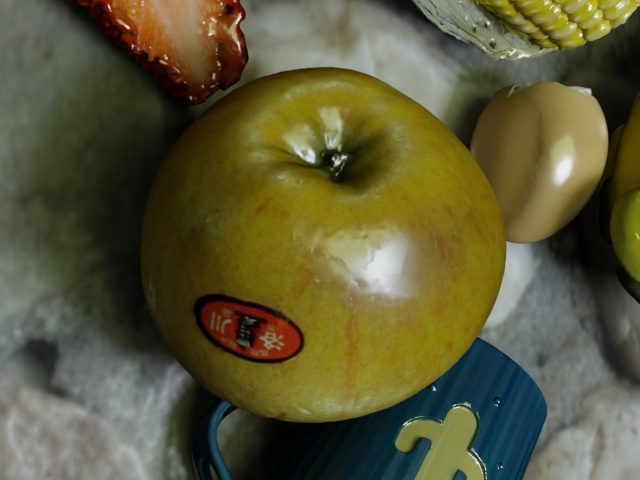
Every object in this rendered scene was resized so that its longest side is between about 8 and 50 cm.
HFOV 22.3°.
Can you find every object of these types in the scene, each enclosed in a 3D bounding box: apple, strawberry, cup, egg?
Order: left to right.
[{"bbox_3d":[-0.085,-0.136,0.805,0.104,0.048,0.152,-42,130,-36],"label":"strawberry"},{"bbox_3d":[0.000,0.000,0.793,0.182,0.182,0.155,-37,148,-30],"label":"apple"},{"bbox_3d":[0.025,0.120,0.866,0.176,0.131,0.155,36,64,-7],"label":"cup"},{"bbox_3d":[0.126,-0.046,0.950,0.080,0.080,0.096,24,72,-36],"label":"egg"}]

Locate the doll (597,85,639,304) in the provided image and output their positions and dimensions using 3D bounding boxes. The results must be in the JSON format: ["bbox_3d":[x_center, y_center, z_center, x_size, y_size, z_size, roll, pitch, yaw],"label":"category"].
[{"bbox_3d":[0.326,-0.089,1.067,0.423,0.161,0.348,18,69,-38],"label":"doll"}]

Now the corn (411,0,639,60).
[{"bbox_3d":[0.071,-0.208,0.887,0.305,0.122,0.123,36,28,-36],"label":"corn"}]
